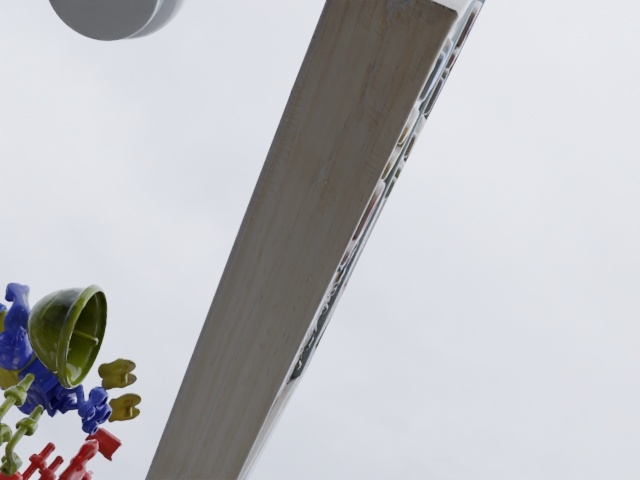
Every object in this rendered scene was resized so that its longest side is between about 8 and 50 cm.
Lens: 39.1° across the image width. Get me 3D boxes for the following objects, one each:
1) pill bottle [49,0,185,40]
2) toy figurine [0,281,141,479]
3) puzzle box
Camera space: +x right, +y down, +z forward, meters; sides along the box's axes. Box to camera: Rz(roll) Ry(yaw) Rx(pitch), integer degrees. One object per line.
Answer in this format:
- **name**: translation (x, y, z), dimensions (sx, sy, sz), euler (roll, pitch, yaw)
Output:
- **pill bottle**: translation (-0.150, -0.216, 0.700), dimensions (0.108, 0.180, 0.108), euler (0, -62, 0)
- **toy figurine**: translation (-0.345, 0.144, 0.975), dimensions (0.217, 0.191, 0.362), euler (30, -31, 13)
- **puzzle box**: translation (0.000, 0.000, 0.553), dimensions (0.052, 0.272, 0.409), euler (27, -57, 5)
